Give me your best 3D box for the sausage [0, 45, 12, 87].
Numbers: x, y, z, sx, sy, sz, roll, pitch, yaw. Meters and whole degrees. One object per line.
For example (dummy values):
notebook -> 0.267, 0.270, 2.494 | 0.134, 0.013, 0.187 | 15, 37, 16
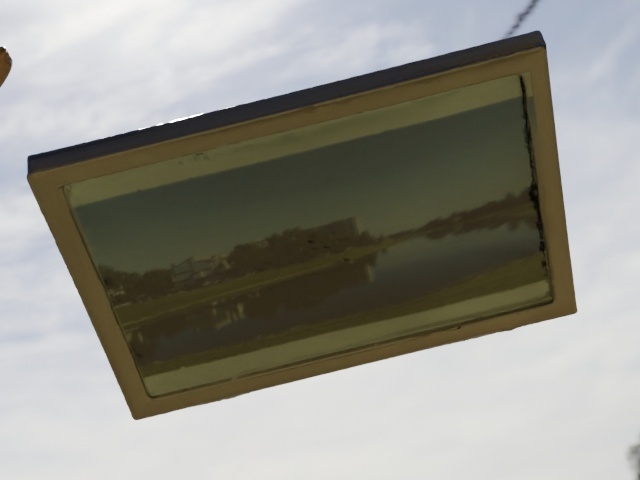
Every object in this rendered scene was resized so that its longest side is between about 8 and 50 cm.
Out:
sausage -> -0.242, -0.081, 1.006 | 0.116, 0.026, 0.026 | -55, -19, -6

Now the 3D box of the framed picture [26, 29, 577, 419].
framed picture -> 0.000, 0.000, 0.453 | 0.149, 0.011, 0.109 | -14, -47, 2
